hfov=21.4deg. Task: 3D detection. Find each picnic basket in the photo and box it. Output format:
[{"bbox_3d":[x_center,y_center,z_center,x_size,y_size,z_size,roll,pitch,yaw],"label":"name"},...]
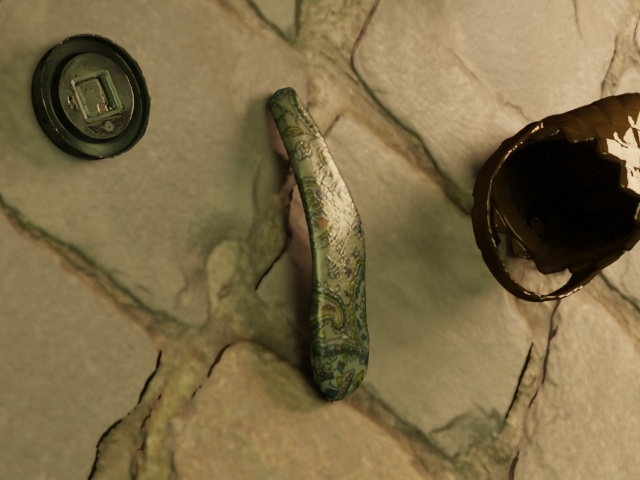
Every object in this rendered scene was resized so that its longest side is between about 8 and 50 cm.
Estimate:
[{"bbox_3d":[0.183,-0.029,1.293,0.178,0.138,0.128,-34,100,-41],"label":"picnic basket"}]

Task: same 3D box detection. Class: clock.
[{"bbox_3d":[-0.150,-0.093,1.108,0.085,0.017,0.085,11,73,-38],"label":"clock"}]

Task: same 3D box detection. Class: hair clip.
[{"bbox_3d":[0.002,0.000,1.202,0.066,0.036,0.229,-7,84,-47],"label":"hair clip"}]
